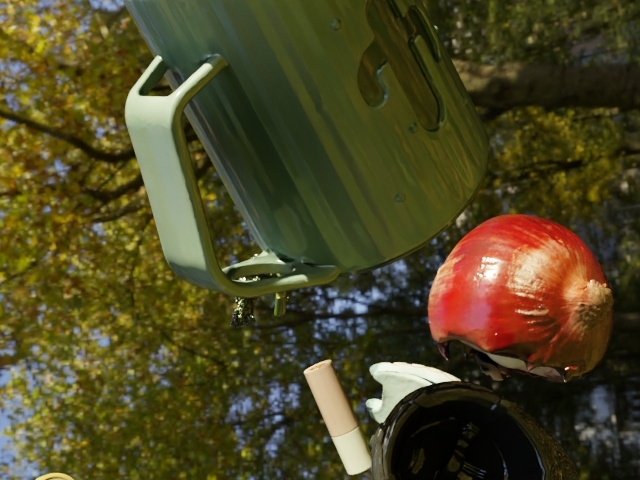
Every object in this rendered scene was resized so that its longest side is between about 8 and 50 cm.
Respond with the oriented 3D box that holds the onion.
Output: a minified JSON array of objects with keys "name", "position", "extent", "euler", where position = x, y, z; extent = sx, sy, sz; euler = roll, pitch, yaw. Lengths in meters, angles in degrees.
[{"name":"onion","position":[0.368,0.108,1.526],"extent":[0.341,0.341,0.341],"euler":[34,-129,-58]}]

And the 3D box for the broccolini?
[{"name":"broccolini","position":[-0.094,0.109,1.394],"extent":[0.123,0.062,0.271],"euler":[-51,-17,-9]}]

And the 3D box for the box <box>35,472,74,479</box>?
[{"name":"box","position":[-0.512,0.499,1.606],"extent":[0.105,0.037,0.105],"euler":[10,-113,-25]}]

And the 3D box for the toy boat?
[{"name":"toy boat","position":[0.184,0.282,1.484],"extent":[0.079,0.207,0.134],"euler":[-35,-47,-63]}]

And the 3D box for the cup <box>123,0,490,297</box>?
[{"name":"cup","position":[-0.016,-0.153,0.898],"extent":[0.401,0.310,0.392],"euler":[-82,-30,-44]}]

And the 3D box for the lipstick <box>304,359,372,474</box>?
[{"name":"lipstick","position":[0.043,0.402,1.904],"extent":[0.254,0.070,0.070],"euler":[67,-155,-1]}]

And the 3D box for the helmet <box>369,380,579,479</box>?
[{"name":"helmet","position":[0.194,0.327,1.148],"extent":[0.160,0.279,0.230],"euler":[114,179,-66]}]
